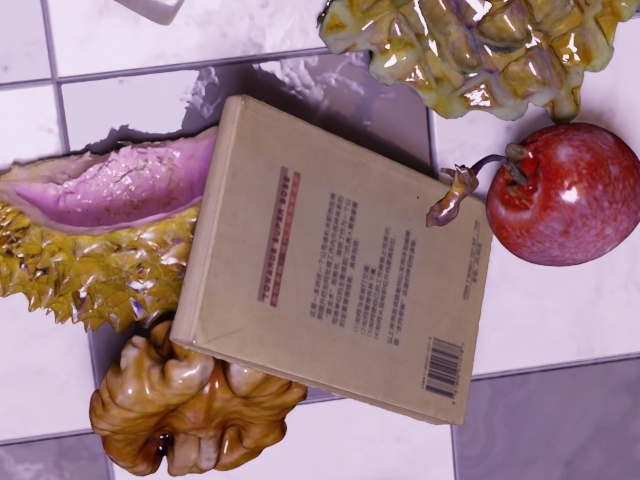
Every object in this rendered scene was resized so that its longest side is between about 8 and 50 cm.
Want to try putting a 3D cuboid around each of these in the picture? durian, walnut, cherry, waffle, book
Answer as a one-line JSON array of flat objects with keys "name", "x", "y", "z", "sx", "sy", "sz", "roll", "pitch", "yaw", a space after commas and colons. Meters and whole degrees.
[{"name": "durian", "x": -0.123, "y": -0.009, "z": 1.024, "sx": 0.182, "sy": 0.165, "sz": 0.132, "roll": -5, "pitch": 64, "yaw": -32}, {"name": "walnut", "x": -0.085, "y": 0.102, "z": 1.039, "sx": 0.143, "sy": 0.069, "sz": 0.170, "roll": 1, "pitch": 148, "yaw": -16}, {"name": "cherry", "x": 0.133, "y": -0.027, "z": 1.016, "sx": 0.225, "sy": 0.107, "sz": 0.090, "roll": -4, "pitch": 68, "yaw": -44}, {"name": "waffle", "x": 0.119, "y": -0.185, "z": 1.023, "sx": 0.204, "sy": 0.054, "sz": 0.223, "roll": 16, "pitch": 103, "yaw": -12}, {"name": "book", "x": 0.017, "y": 0.020, "z": 1.000, "sx": 0.231, "sy": 0.026, "sz": 0.161, "roll": 22, "pitch": 73, "yaw": -37}]

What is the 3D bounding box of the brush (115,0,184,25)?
[{"name": "brush", "x": -0.221, "y": -0.233, "z": 0.969, "sx": 0.321, "sy": 0.050, "sz": 0.060, "roll": 28, "pitch": 96, "yaw": -15}]
